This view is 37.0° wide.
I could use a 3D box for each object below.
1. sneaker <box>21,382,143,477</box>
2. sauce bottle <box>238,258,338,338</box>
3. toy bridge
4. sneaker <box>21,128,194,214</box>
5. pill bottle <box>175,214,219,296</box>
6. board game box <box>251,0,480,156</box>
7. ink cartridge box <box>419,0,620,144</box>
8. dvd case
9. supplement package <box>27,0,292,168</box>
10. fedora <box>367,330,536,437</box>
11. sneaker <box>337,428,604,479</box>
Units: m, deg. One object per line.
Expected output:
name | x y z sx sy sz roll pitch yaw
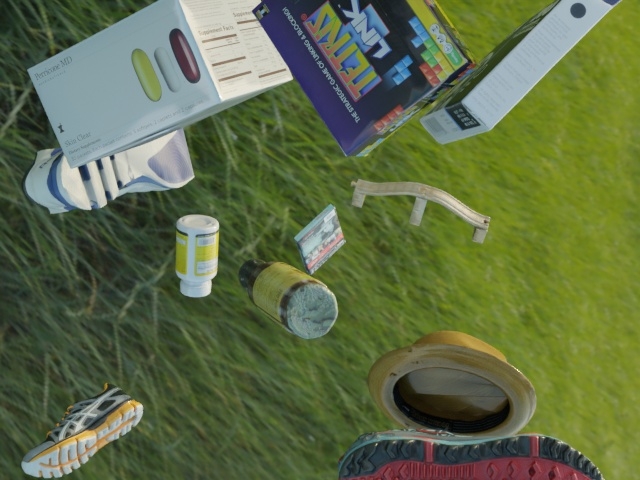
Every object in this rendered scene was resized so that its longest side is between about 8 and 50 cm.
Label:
sneaker | -0.401 0.314 1.583 0.215 0.083 0.084 -29 150 -36
sauce bottle | -0.078 0.099 1.866 0.111 0.344 0.111 -5 103 -23
toy bridge | 0.129 -0.047 1.249 0.063 0.188 0.026 100 9 -56
sneaker | -0.369 -0.122 1.571 0.315 0.182 0.128 -24 107 -55
pill bottle | -0.189 0.025 1.461 0.065 0.065 0.116 -13 118 -40
board game box | 0.038 -0.184 0.868 0.141 0.170 0.048 -37 169 23
ink cartridge box | 0.202 -0.185 0.953 0.208 0.045 0.206 -43 -175 -2
dvd case | 0.000 0.000 1.605 0.087 0.013 0.119 -43 153 -14
supplement package | -0.212 -0.222 1.284 0.204 0.261 0.145 -34 103 -60
fedora | 0.155 0.161 1.114 0.079 0.194 0.194 -70 158 -45
sneaker | 0.148 0.222 0.947 0.125 0.261 0.104 -99 -163 -86
